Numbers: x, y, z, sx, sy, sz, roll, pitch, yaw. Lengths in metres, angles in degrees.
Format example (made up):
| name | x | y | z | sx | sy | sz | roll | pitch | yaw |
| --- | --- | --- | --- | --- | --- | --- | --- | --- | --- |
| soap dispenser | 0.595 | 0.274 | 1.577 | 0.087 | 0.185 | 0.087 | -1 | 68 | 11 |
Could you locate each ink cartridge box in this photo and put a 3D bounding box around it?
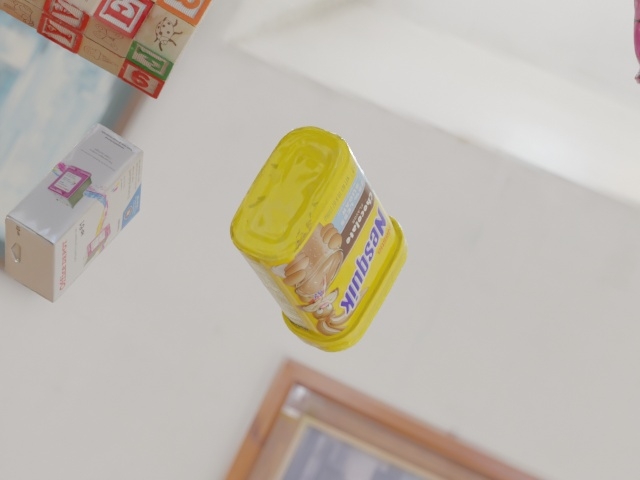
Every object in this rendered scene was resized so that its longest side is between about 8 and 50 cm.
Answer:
| name | x | y | z | sx | sy | sz | roll | pitch | yaw |
| --- | --- | --- | --- | --- | --- | --- | --- | --- | --- |
| ink cartridge box | -0.202 | -0.022 | 1.547 | 0.052 | 0.122 | 0.088 | 32 | -33 | 14 |

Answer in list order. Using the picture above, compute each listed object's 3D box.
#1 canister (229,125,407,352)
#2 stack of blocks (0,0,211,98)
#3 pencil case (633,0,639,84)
| name | x | y | z | sx | sy | sz | roll | pitch | yaw |
| --- | --- | --- | --- | --- | --- | --- | --- | --- | --- |
| canister | 0.000 | 0.000 | 1.502 | 0.073 | 0.126 | 0.170 | 22 | -17 | 27 |
| stack of blocks | -0.149 | -0.303 | 1.739 | 0.171 | 0.297 | 0.087 | 30 | -24 | -5 |
| pencil case | 0.345 | -0.255 | 1.869 | 0.095 | 0.209 | 0.098 | -6 | 8 | 4 |
